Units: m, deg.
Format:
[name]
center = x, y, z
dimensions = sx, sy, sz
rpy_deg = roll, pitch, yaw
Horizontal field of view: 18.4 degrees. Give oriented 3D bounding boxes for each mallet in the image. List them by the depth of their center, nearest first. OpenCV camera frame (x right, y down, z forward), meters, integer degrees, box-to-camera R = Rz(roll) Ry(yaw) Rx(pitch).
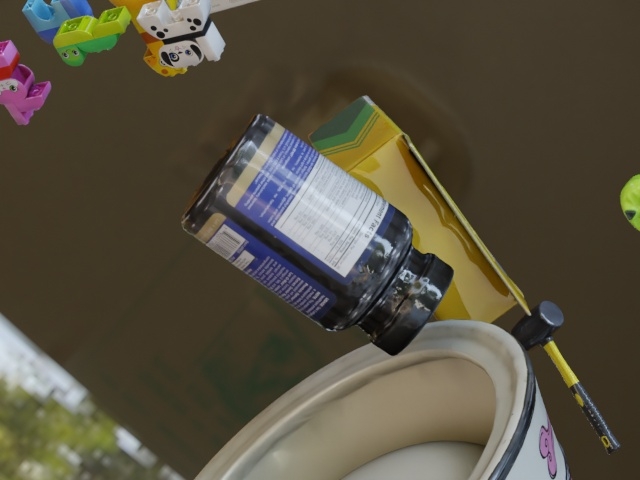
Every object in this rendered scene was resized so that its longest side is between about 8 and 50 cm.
[mallet]
center = 0.289, 0.153, 2.243
dimensions = 0.190, 0.039, 0.062
rpy_deg = 53, -48, 22

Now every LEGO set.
[LEGO set]
center = -0.159, -0.151, 1.561
dimensions = 0.227, 0.087, 0.093
rpy_deg = -10, -51, 28

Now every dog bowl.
[dog bowl]
center = 0.043, 0.258, 1.683
dimensions = 0.408, 0.408, 0.150
rpy_deg = -7, -54, 53

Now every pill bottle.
[pill bottle]
center = 0.000, 0.000, 1.694
dimensions = 0.219, 0.123, 0.123
rpy_deg = 36, -29, -7

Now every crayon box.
[crayon box]
center = 0.088, -0.022, 1.895
dimensions = 0.202, 0.081, 0.318
rpy_deg = 54, 1, -12

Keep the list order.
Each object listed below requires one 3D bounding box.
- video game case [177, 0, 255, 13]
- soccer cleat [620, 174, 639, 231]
[video game case]
center = -0.148, -0.288, 2.019
dimensions = 0.157, 0.019, 0.143
rpy_deg = -12, -50, 27
[soccer cleat]
center = 0.360, 0.006, 1.935
dimensions = 0.060, 0.072, 0.179
rpy_deg = -36, -81, 23
